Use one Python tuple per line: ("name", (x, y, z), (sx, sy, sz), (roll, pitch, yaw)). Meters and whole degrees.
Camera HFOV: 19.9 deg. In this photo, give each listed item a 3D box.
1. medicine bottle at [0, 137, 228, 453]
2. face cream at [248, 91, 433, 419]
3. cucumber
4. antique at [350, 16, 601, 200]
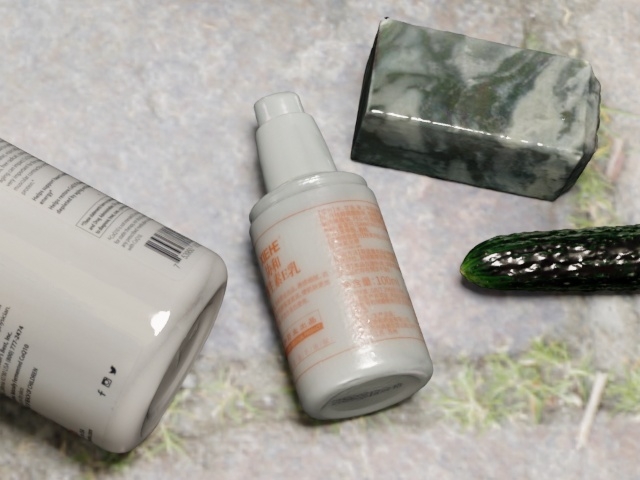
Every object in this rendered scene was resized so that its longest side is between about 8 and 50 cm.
("medicine bottle", (-0.221, 0.017, 1.273), (0.288, 0.157, 0.157), (28, 65, 5))
("face cream", (0.000, 0.000, 1.345), (0.101, 0.101, 0.252), (-13, 69, -14))
("cucumber", (0.210, 0.015, 1.394), (0.214, 0.058, 0.052), (-4, 101, -7))
("antique", (0.123, -0.099, 1.416), (0.183, 0.086, 0.088), (12, 65, -3))
